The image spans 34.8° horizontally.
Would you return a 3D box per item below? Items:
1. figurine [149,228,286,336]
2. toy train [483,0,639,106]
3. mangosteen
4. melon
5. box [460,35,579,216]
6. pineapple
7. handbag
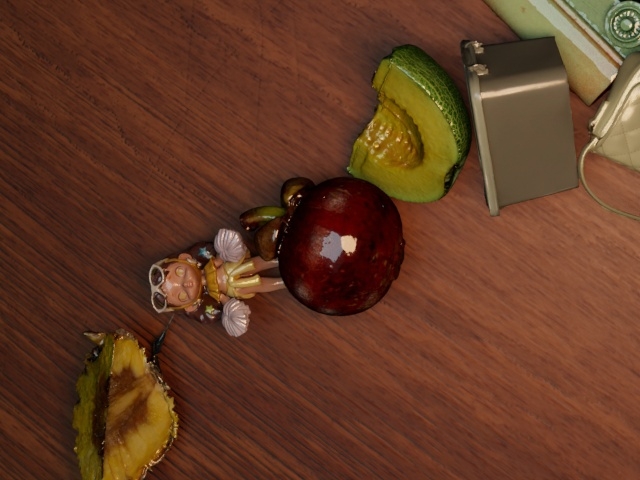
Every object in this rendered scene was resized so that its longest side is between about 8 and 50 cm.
[{"bbox_3d":[-0.162,0.064,1.671,0.240,0.116,0.175,-6,97,13],"label":"figurine"},{"bbox_3d":[0.356,-0.327,1.463,0.285,0.116,0.177,47,120,7],"label":"toy train"},{"bbox_3d":[0.000,0.000,1.556,0.257,0.215,0.215,16,101,13],"label":"mangosteen"},{"bbox_3d":[0.157,-0.169,1.508,0.169,0.129,0.265,38,146,13],"label":"melon"},{"bbox_3d":[0.283,-0.168,1.443,0.135,0.163,0.243,-10,125,8],"label":"box"},{"bbox_3d":[-0.338,0.285,1.763,0.161,0.158,0.334,1,93,57],"label":"pineapple"},{"bbox_3d":[0.485,-0.122,1.406,0.256,0.079,0.219,21,104,-13],"label":"handbag"}]
